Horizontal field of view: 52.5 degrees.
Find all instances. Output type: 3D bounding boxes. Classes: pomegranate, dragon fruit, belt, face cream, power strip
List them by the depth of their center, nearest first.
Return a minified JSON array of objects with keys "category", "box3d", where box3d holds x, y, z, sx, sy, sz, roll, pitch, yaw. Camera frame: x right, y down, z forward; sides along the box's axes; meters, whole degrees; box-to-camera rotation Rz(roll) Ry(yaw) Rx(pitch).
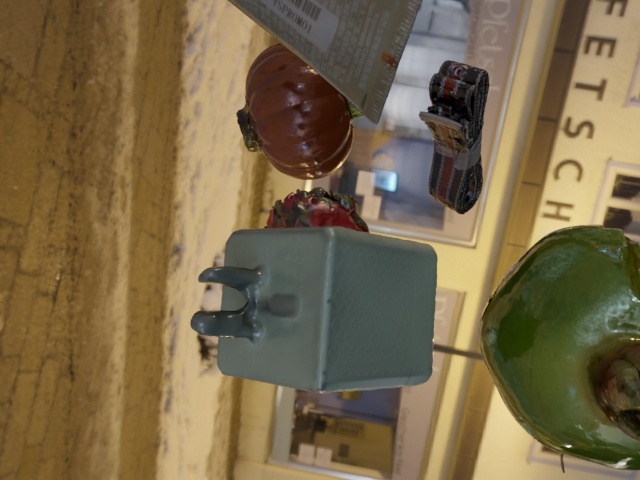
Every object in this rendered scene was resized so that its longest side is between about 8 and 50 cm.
[{"category":"pomegranate","box3d":[0.266,0.109,0.584,0.302,0.235,0.236,-54,154,-74]},{"category":"power strip","box3d":[-0.010,0.060,0.593,0.224,0.140,0.139,9,84,-48]},{"category":"face cream","box3d":[-0.035,-0.269,0.705,0.084,0.341,0.137,-18,139,-42]},{"category":"belt","box3d":[0.263,-0.185,1.254,0.126,0.094,0.360,-54,153,-23]},{"category":"dragon fruit","box3d":[0.000,-0.010,1.713,0.231,0.302,0.237,121,-26,-46]}]

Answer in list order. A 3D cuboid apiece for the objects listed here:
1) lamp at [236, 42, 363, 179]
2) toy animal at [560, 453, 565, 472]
[{"category":"lamp","box3d":[-0.033,-0.204,1.034,0.223,0.196,0.223,-18,90,-86]},{"category":"toy animal","box3d":[0.429,0.265,0.925,0.219,0.095,0.155,-45,144,3]}]
